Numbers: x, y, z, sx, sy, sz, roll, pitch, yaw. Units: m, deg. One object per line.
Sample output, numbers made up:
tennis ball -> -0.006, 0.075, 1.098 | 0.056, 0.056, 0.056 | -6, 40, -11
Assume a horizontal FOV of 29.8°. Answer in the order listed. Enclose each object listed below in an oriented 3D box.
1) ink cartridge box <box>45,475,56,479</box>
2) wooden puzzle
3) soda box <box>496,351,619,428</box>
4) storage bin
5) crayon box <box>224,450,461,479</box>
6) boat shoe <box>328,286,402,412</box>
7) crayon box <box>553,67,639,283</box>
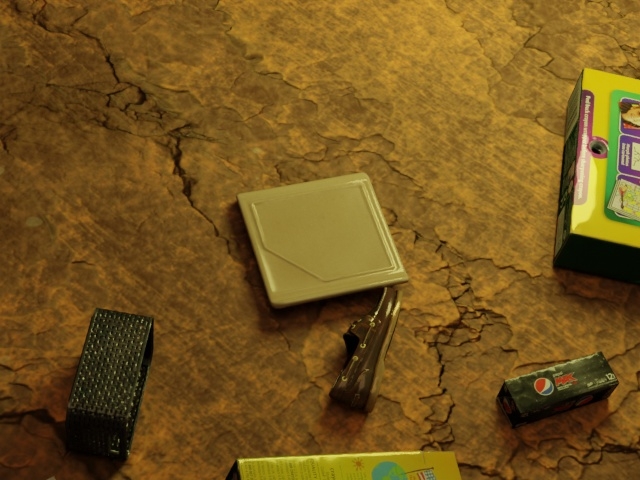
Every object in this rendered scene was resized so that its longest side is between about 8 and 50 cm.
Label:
ink cartridge box -> -0.388, 0.366, 1.585 | 0.115, 0.029, 0.063 | -27, 63, -25
wooden puzzle -> 0.000, 0.000, 1.890 | 0.221, 0.044, 0.238 | -10, 53, -14
soda box -> 0.349, 0.220, 1.775 | 0.169, 0.053, 0.060 | -14, 58, -17
storage bin -> -0.288, 0.197, 1.659 | 0.084, 0.122, 0.180 | 9, 55, -2
crayon box -> 0.046, 0.386, 1.579 | 0.318, 0.081, 0.202 | 2, 54, -19
boat shoe -> 0.068, 0.151, 1.771 | 0.073, 0.073, 0.207 | 18, 55, 1
crayon box -> 0.562, -0.094, 1.992 | 0.313, 0.106, 0.363 | 13, 55, 0
